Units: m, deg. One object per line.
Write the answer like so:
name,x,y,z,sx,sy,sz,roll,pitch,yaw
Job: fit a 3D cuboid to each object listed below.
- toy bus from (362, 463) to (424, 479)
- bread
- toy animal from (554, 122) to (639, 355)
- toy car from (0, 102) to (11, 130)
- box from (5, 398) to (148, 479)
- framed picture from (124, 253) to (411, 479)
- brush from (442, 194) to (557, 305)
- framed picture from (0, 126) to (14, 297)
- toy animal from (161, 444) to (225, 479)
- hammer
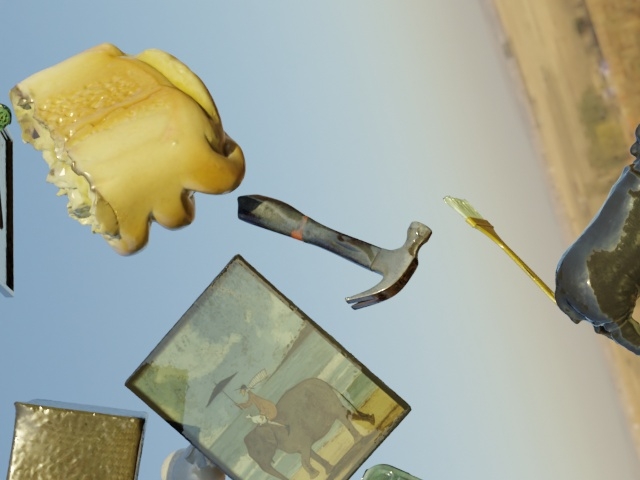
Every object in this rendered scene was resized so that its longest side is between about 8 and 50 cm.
toy bus,0.053,0.373,1.361,0.120,0.121,0.265,88,-153,-59
bread,-0.258,-0.124,1.833,0.316,0.270,0.211,46,153,32
toy animal,0.397,-0.041,1.577,0.168,0.343,0.106,24,179,-18
toy car,-0.509,-0.210,1.918,0.143,0.073,0.054,38,-112,-31
box,-0.346,0.305,1.895,0.273,0.184,0.143,141,136,-82
framed picture,-0.079,0.228,1.953,0.347,0.265,0.016,42,-173,0
brush,0.238,0.016,1.686,0.205,0.011,0.083,46,-166,19
framed picture,-0.493,-0.055,2.060,0.192,0.018,0.265,120,148,-78
toy animal,-0.207,0.411,2.383,0.221,0.103,0.131,135,129,-61
hammer,0.000,0.000,1.810,0.137,0.289,0.037,-61,-32,-13
